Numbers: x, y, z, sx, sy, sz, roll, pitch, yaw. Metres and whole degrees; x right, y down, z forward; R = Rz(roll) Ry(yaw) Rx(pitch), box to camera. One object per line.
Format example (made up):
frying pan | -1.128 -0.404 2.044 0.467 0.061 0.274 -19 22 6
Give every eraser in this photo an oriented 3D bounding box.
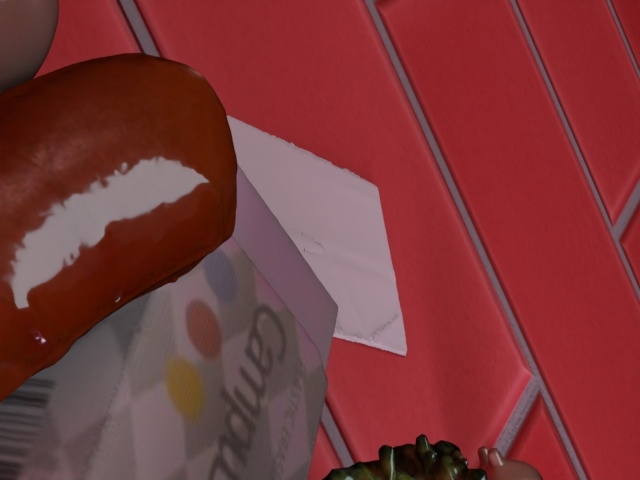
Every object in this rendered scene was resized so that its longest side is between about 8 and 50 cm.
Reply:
eraser | -0.098 0.110 0.864 0.213 0.082 0.396 54 31 -32

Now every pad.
pad | 0.000 0.000 1.210 0.232 0.004 0.156 22 54 -56

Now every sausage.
sausage | -0.142 -0.005 0.774 0.258 0.133 0.133 -37 107 -37

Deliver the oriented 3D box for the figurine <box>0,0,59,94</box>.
figurine | -0.197 -0.121 0.811 0.138 0.125 0.125 67 22 -44

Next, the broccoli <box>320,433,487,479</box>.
broccoli | 0.079 0.232 0.934 0.263 0.243 0.247 25 64 -48

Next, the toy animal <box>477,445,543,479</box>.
toy animal | 0.164 0.235 1.274 0.150 0.089 0.083 60 31 0
